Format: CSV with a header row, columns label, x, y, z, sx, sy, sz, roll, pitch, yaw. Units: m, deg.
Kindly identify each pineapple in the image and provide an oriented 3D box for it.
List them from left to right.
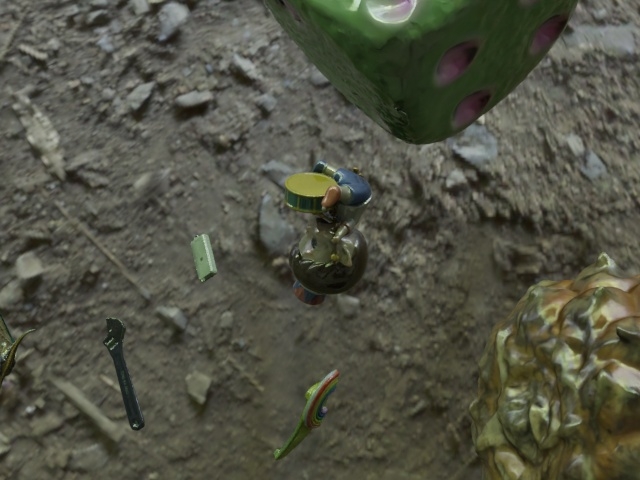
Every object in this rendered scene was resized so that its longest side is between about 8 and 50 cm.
label,x,y,z,sx,sy,sz,roll,pitch,yaw
pineapple,0.175,0.087,0.475,0.193,0.166,0.166,6,114,-21

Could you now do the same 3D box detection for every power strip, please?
label,x,y,z,sx,sy,sz,roll,pitch,yaw
power strip,-0.217,0.032,1.893,0.040,0.016,0.090,-33,63,35

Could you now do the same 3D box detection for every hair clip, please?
label,x,y,z,sx,sy,sz,roll,pitch,yaw
hair clip,-0.024,0.283,1.596,0.033,0.060,0.188,41,120,23

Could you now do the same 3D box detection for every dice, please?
label,x,y,z,sx,sy,sz,roll,pitch,yaw
dice,0.119,-0.339,1.287,0.322,0.330,0.318,-44,68,1

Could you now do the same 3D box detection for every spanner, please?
label,x,y,z,sx,sy,sz,roll,pitch,yaw
spanner,-0.345,0.233,1.798,0.046,0.012,0.208,-20,76,9

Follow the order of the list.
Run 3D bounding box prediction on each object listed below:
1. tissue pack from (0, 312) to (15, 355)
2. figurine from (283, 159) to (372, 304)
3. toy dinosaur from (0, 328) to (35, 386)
label,x,y,z,sx,sy,sz,roll,pitch,yaw
tissue pack,-0.690,0.177,2.015,0.169,0.082,0.120,-4,111,48
figurine,0.009,0.000,1.849,0.158,0.161,0.275,-1,116,-8
toy dinosaur,-0.578,0.220,1.886,0.037,0.058,0.180,12,116,-33
